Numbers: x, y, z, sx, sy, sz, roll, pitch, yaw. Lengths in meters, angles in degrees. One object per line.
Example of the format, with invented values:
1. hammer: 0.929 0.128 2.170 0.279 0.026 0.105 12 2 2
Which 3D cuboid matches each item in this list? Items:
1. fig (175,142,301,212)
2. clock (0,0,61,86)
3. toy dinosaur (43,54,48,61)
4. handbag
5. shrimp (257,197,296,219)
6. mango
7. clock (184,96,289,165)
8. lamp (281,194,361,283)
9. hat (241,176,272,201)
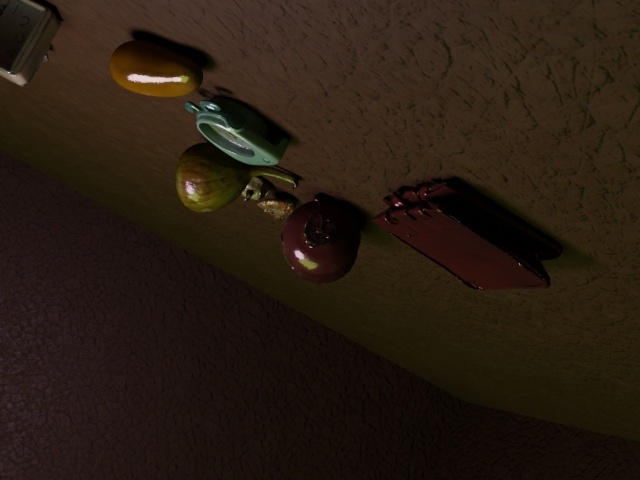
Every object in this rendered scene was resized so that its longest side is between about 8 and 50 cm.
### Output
1. fig: -0.179 -0.138 1.731 0.259 0.151 0.151 -2 157 20
2. clock: -0.586 -0.386 1.472 0.192 0.146 0.071 27 172 -1
3. toy dinosaur: -0.681 -0.439 1.631 0.294 0.077 0.162 18 172 -42
4. handbag: 0.256 -0.004 1.459 0.276 0.084 0.260 30 168 -15
5. shrimp: -0.104 -0.079 1.966 0.092 0.043 0.184 4 171 -1
6. mango: -0.272 -0.288 1.386 0.184 0.084 0.102 10 157 24
7. clock: -0.160 -0.208 1.523 0.189 0.060 0.148 36 165 -35
8. lamp: 0.000 0.000 1.822 0.180 0.180 0.258 26 169 5
9. hat: -0.160 -0.120 1.896 0.076 0.059 0.077 38 168 -26
